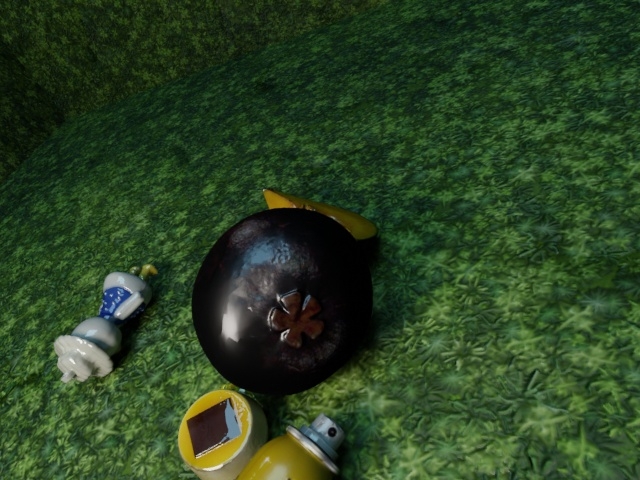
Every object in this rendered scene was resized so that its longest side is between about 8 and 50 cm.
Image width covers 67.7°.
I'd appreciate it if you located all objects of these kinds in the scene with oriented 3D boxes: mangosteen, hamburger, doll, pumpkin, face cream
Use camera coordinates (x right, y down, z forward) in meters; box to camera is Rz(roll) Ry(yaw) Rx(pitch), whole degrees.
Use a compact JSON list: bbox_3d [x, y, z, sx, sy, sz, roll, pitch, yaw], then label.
[{"bbox_3d":[-0.062,0.082,0.728,0.275,0.274,0.302,-36,16,-9],"label":"mangosteen"},{"bbox_3d":[-0.137,0.272,0.680,0.127,0.081,0.141,-41,52,-12],"label":"hamburger"},{"bbox_3d":[-0.425,0.161,0.963,0.139,0.119,0.293,-16,33,28],"label":"doll"},{"bbox_3d":[0.000,0.000,0.912,0.254,0.130,0.149,28,19,37],"label":"pumpkin"},{"bbox_3d":[-0.093,0.349,0.545,0.105,0.104,0.348,20,58,44],"label":"face cream"}]
